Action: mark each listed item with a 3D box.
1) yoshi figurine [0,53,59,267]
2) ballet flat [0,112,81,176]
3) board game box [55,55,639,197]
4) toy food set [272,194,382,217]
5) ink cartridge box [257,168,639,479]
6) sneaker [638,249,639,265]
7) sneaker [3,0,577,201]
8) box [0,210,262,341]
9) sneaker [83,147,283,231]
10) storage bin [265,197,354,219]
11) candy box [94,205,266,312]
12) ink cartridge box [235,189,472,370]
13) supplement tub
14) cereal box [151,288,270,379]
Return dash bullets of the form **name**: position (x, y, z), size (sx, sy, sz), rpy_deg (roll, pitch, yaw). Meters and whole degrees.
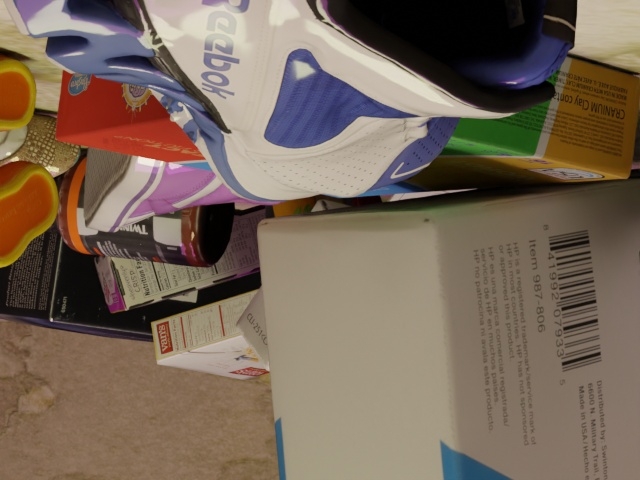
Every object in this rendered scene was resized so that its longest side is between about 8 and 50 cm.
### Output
- **yoshi figurine**: position (-0.391, -0.065, 1.145), size (0.362, 0.203, 0.203), rpy_deg (7, 159, 31)
- **ballet flat**: position (-0.311, -0.089, 1.336), size (0.206, 0.073, 0.067), rpy_deg (1, 159, 21)
- **board game box**: position (0.005, -0.083, 0.973), size (0.242, 0.064, 0.316), rpy_deg (10, 174, -31)
- **toy food set**: position (0.067, -0.035, 1.420), size (0.232, 0.104, 0.111), rpy_deg (-10, 164, -10)
- **ink cartridge box**: position (0.163, 0.102, 1.062), size (0.395, 0.285, 0.166), rpy_deg (-9, -175, -43)
- **sneaker**: position (0.251, -0.035, 0.837), size (0.137, 0.210, 0.366), rpy_deg (7, -151, 11)
- **sneaker**: position (0.028, -0.082, 0.618), size (0.182, 0.127, 0.315), rpy_deg (7, 173, 25)
- **box**: position (-0.258, 0.038, 2.001), size (0.296, 0.182, 0.294), rpy_deg (11, 175, -30)
- **sneaker**: position (-0.105, -0.054, 1.259), size (0.161, 0.102, 0.282), rpy_deg (6, 175, -19)
- **storage bin**: position (0.000, 0.000, 1.558), size (0.091, 0.135, 0.098), rpy_deg (-1, 179, -28)
- **candy box**: position (-0.123, 0.015, 1.687), size (0.233, 0.071, 0.159), rpy_deg (-16, 180, -13)
- **ink cartridge box**: position (0.113, 0.013, 1.295), size (0.296, 0.261, 0.066), rpy_deg (13, -150, -45)
- **supplement tub**: position (-0.194, -0.033, 1.548), size (0.198, 0.106, 0.106), rpy_deg (6, 174, 17)
- **cereal box**: position (-0.017, 0.079, 1.463), size (0.240, 0.047, 0.173), rpy_deg (-18, 162, 23)
